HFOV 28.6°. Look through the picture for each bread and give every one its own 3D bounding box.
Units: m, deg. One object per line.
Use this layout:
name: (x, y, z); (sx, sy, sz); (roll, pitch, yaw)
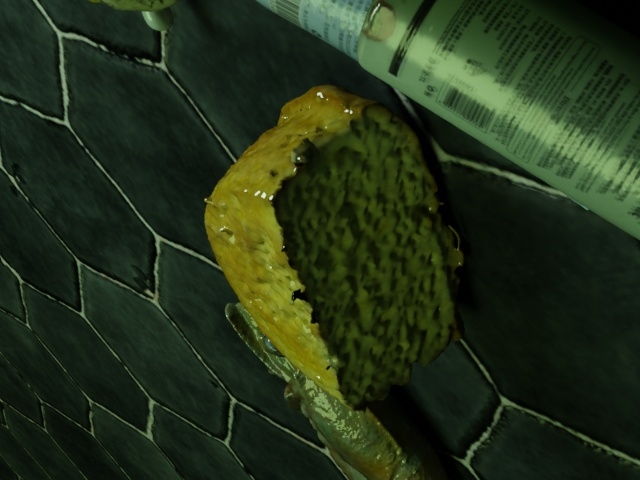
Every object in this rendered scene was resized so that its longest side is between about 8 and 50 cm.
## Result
bread: (0.000, 0.000, 0.874); (0.139, 0.143, 0.229); (21, 142, 40)

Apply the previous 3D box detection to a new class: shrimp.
shrimp: (0.015, 0.158, 1.153); (0.317, 0.077, 0.168); (53, 156, -19)

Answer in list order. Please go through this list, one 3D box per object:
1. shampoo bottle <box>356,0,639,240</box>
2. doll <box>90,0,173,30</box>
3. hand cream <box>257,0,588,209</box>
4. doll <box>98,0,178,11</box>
shampoo bottle: (0.146, -0.057, 0.624); (0.262, 0.085, 0.085); (33, 152, 10)
doll: (-0.154, -0.220, 0.896); (0.113, 0.071, 0.135); (28, 144, 19)
hand cream: (0.056, -0.117, 0.734); (0.271, 0.058, 0.091); (33, 135, 20)
doll: (-0.063, -0.255, 0.567); (0.149, 0.175, 0.278); (-22, 90, 64)
